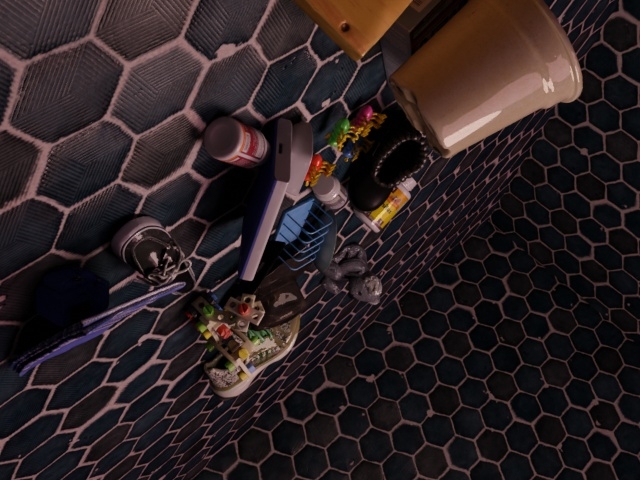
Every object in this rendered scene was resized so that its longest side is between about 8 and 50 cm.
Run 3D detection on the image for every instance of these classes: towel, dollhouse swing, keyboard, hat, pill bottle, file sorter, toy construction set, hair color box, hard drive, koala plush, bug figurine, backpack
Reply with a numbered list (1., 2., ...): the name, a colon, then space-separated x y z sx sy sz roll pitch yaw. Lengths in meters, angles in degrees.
1. towel: -0.447 0.175 1.344 0.336 0.040 0.243 -26 180 40
2. dollhouse swing: 0.082 -0.542 1.214 0.315 0.305 0.346 37 98 -30
3. keyboard: -0.168 0.083 1.882 0.192 0.100 0.038 -57 131 -21
4. hat: -0.139 0.193 2.058 0.331 0.133 0.331 -31 164 -10
5. pill bottle: 0.219 -0.138 2.255 0.215 0.117 0.117 -47 162 1
6. file sorter: -0.053 -0.016 1.933 0.118 0.104 0.170 -31 155 -41
7. pill bottle: -0.162 -0.193 1.358 0.086 0.086 0.152 -51 161 11
8. toy construction set: -0.255 0.247 1.857 0.151 0.215 0.327 -37 159 -29
9. hair color box: 0.246 -0.484 1.609 0.185 0.113 0.374 -45 162 -4
10. pill bottle: 0.024 -0.140 1.887 0.078 0.078 0.137 -47 161 2
11. hard drive: -0.127 -0.089 1.522 0.318 0.040 0.210 115 -18 -44
12. koala plush: 0.143 0.141 2.502 0.203 0.221 0.196 -41 160 -17
13. bug figurine: 0.056 -0.249 1.735 0.279 0.072 0.216 -35 165 -46
14. backpack: -0.463 0.101 1.287 0.120 0.098 0.101 -18 127 -53

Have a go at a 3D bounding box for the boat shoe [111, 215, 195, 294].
1. boat shoe: -0.341 0.048 1.432 0.113 0.105 0.306 -42 161 -14

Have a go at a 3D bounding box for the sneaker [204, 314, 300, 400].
1. sneaker: -0.231 0.350 2.273 0.410 0.158 0.182 -46 145 -17

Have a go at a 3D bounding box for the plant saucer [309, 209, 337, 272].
1. plant saucer: 0.000 0.000 2.044 0.038 0.194 0.194 7 136 -18

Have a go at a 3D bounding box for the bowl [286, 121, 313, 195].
1. bowl: -0.063 -0.190 1.550 0.053 0.142 0.142 9 137 -15

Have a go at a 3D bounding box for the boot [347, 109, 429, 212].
1. boot: 0.177 -0.186 1.879 0.260 0.131 0.347 -89 -161 -61

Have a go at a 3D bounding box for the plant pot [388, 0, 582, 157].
1. plant pot: 0.330 -0.353 1.461 0.306 0.333 0.334 -35 162 4
